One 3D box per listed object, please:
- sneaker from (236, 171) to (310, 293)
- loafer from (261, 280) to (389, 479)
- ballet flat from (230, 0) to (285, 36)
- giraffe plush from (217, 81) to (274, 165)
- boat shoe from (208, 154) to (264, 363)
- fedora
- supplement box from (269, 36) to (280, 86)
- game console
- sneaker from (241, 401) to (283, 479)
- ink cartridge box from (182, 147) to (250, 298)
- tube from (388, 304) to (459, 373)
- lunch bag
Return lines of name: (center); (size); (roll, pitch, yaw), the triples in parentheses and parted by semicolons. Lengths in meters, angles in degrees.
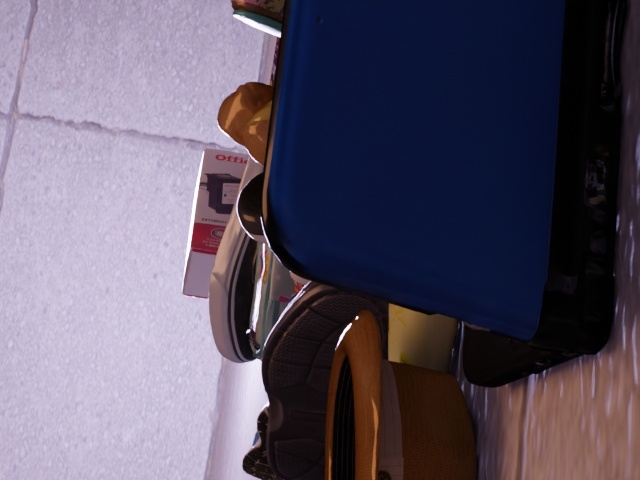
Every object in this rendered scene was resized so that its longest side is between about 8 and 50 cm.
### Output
sneaker: (0.001, 0.000, 1.054); (0.270, 0.090, 0.145); (-55, -37, -69)
loafer: (0.002, 0.107, 1.089); (0.302, 0.109, 0.095); (102, 177, -47)
ballet flat: (0.012, -0.184, 1.039); (0.077, 0.221, 0.079); (25, 91, 43)
giraffe plush: (0.046, -0.129, 0.923); (0.210, 0.181, 0.170); (-10, -55, -60)
boat shoe: (-0.049, 0.009, 1.510); (0.121, 0.119, 0.335); (-17, -56, -59)
fedora: (0.049, 0.141, 0.754); (0.194, 0.079, 0.194); (-178, 90, -83)
supplement box: (-0.027, -0.305, 1.888); (0.104, 0.081, 0.188); (-110, 29, -75)
game console: (0.055, -0.092, 0.603); (0.250, 0.173, 0.293); (125, 153, -74)
sneaker: (-0.055, 0.257, 1.605); (0.073, 0.063, 0.162); (-62, -6, -51)
ink cartridge box: (-0.104, -0.020, 1.785); (0.237, 0.172, 0.100); (-89, 11, -49)
tube: (0.073, 0.018, 0.815); (0.070, 0.062, 0.240); (-24, -54, -55)
lunch bag: (-0.016, 0.007, 1.311); (0.224, 0.108, 0.279); (141, 137, -79)
